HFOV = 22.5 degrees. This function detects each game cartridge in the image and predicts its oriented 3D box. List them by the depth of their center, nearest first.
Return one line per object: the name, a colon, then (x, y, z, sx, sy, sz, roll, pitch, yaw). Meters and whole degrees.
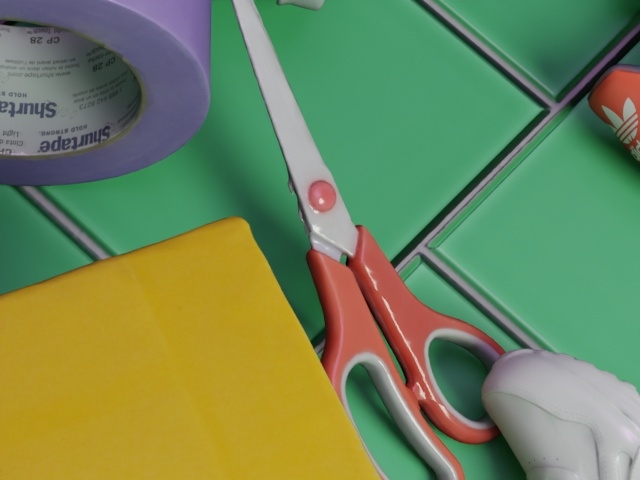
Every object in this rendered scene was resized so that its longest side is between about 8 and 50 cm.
game cartridge: (-0.124, 0.149, 0.546, 0.323, 0.053, 0.285, -20, 51, -11)

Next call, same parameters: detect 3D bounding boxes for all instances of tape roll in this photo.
tape roll: (-0.146, -0.103, 0.764, 0.189, 0.189, 0.080, 4, 64, -9)

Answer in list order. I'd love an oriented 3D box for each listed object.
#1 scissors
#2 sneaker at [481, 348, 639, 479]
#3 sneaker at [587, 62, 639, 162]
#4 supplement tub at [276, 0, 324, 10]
scissors: (0.000, 0.000, 0.774, 0.109, 0.021, 0.297, -39, 103, -28)
sneaker: (0.140, 0.157, 0.751, 0.115, 0.090, 0.232, -34, 76, -18)
sneaker: (0.269, -0.170, 0.910, 0.148, 0.131, 0.350, 33, 63, 1)
supplement tub: (-0.108, -0.236, 0.834, 0.272, 0.191, 0.191, 15, 63, -3)
